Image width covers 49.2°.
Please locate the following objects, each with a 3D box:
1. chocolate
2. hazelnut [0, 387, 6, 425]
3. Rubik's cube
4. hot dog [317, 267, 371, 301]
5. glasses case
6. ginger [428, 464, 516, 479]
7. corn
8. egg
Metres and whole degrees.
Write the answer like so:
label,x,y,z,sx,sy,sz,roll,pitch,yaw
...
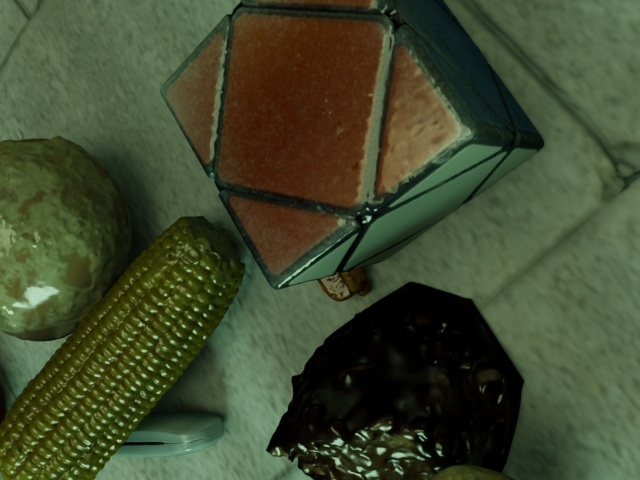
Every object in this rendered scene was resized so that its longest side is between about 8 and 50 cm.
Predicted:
label,x,y,z,sx,sy,sz,roll,pitch,yaw
chocolate,0.050,0.172,0.627,0.224,0.177,0.206,-38,76,28
hazelnut,-0.555,0.263,0.961,0.229,0.229,0.230,3,96,29
Rubik's cube,0.032,-0.105,0.595,0.207,0.205,0.205,-40,75,28
hot dog,0.001,0.000,0.715,0.144,0.038,0.062,54,128,12
glasses case,-0.195,0.229,0.830,0.178,0.067,0.045,-10,91,30
ginger,0.091,0.350,0.622,0.363,0.122,0.348,-30,106,25
corn,-0.212,0.126,0.765,0.131,0.131,0.344,43,94,19
egg,-0.321,0.000,0.810,0.203,0.203,0.245,13,108,28
